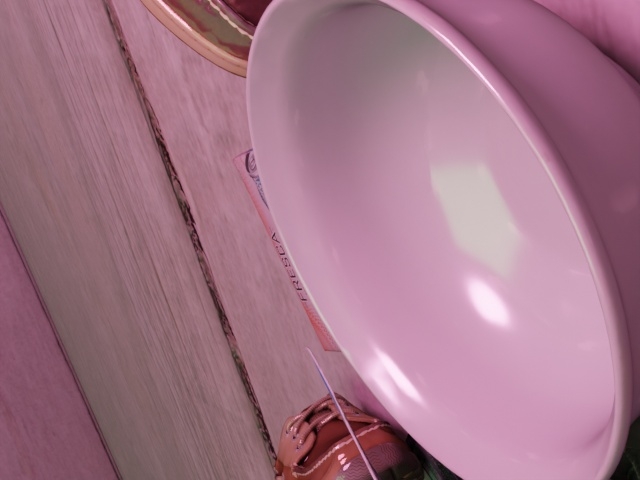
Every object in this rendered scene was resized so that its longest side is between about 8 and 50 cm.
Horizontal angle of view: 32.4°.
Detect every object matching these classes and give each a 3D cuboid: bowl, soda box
[{"bbox_3d":[0.094,-0.019,0.588,0.298,0.134,0.298,45,152,32],"label":"bowl"},{"bbox_3d":[0.000,0.000,0.895,0.183,0.058,0.063,64,157,-7],"label":"soda box"}]

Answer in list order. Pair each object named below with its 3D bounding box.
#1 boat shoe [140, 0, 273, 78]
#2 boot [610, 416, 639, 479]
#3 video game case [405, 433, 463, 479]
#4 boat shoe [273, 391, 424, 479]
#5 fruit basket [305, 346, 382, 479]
[{"bbox_3d":[-0.091,-0.266,0.716,0.342,0.123,0.123,64,159,11],"label":"boat shoe"},{"bbox_3d":[0.217,0.174,0.651,0.208,0.076,0.189,53,158,3],"label":"boot"},{"bbox_3d":[0.133,0.203,0.806,0.196,0.026,0.274,54,170,16],"label":"video game case"},{"bbox_3d":[0.007,0.205,1.013,0.116,0.123,0.324,64,164,15],"label":"boat shoe"},{"bbox_3d":[0.091,0.279,0.700,0.353,0.165,0.327,49,169,54],"label":"fruit basket"}]
